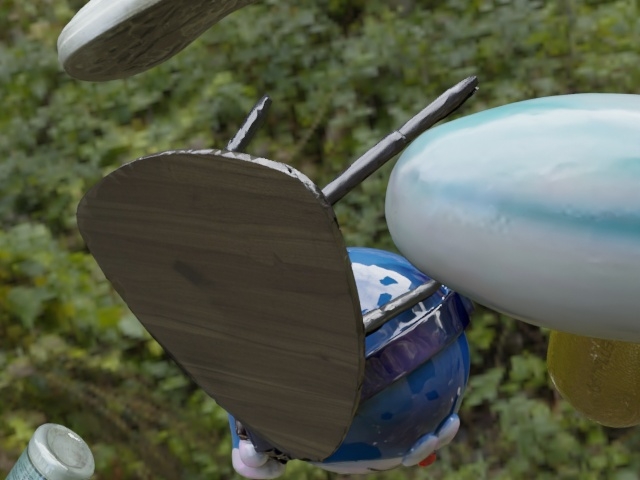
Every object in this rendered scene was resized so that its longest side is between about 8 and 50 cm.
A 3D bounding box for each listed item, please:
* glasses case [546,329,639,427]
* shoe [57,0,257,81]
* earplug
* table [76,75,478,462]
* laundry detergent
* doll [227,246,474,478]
[{"bbox_3d":[0.374,0.103,1.766,0.173,0.371,0.141,29,60,20],"label":"glasses case"},{"bbox_3d":[-0.150,-0.295,1.483,0.316,0.159,0.124,-28,-17,-16],"label":"shoe"},{"bbox_3d":[0.199,-0.011,0.841,0.324,0.185,0.185,5,17,-5],"label":"earplug"},{"bbox_3d":[0.000,0.000,1.298,0.317,0.317,0.249,5,35,41],"label":"table"},{"bbox_3d":[-0.311,0.293,1.439,0.226,0.070,0.099,-54,26,9],"label":"laundry detergent"},{"bbox_3d":[0.023,0.132,1.502,0.284,0.240,0.310,-31,6,-26],"label":"doll"}]
